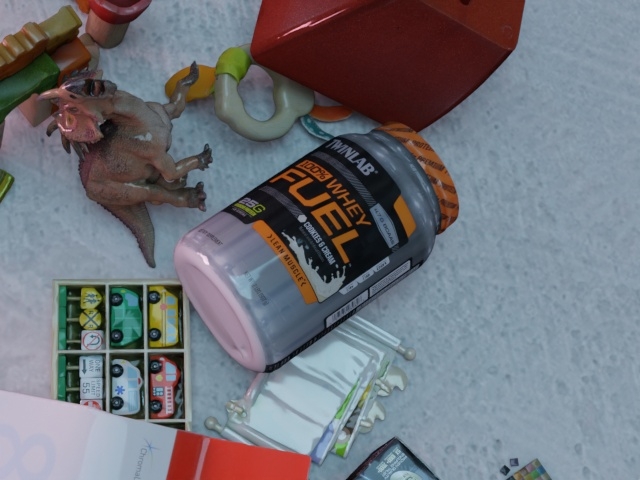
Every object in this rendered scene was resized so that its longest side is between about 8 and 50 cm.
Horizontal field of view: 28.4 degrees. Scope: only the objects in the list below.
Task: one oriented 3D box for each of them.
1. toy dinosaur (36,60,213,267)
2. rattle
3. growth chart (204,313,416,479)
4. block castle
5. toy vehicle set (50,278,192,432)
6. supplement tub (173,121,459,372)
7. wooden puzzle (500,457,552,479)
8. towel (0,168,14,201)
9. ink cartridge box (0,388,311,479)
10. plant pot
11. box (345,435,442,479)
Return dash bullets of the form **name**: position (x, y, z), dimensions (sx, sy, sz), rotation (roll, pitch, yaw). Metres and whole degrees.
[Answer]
- **toy dinosaur**: position (-0.241, -0.103, 1.502), dimensions (0.200, 0.295, 0.127), rotation (-4, 43, -19)
- **rattle**: position (-0.078, -0.171, 1.645), dimensions (0.200, 0.143, 0.130), rotation (9, 61, -42)
- **growth chart**: position (-0.004, 0.186, 1.555), dimensions (0.172, 0.021, 0.237), rotation (38, 73, 4)
- **block castle**: position (-0.447, -0.267, 1.491), dimensions (0.453, 0.213, 0.303), rotation (-40, 90, -22)
- **toy vehicle set**: position (-0.239, 0.178, 1.519), dimensions (0.166, 0.035, 0.266), rotation (-1, 74, -7)
- **supplement tub**: position (0.000, 0.000, 1.512), dimensions (0.316, 0.193, 0.193), rotation (-35, 81, -20)
- **wooden puzzle**: position (0.262, 0.303, 1.563), dimensions (0.049, 0.006, 0.083), rotation (-31, 80, -14)
- **towel**: position (-0.508, -0.094, 1.570), dimensions (0.237, 0.021, 0.102), rotation (29, 72, 2)
- **ink cartridge box**: position (-0.229, 0.344, 1.373), dimensions (0.385, 0.091, 0.308), rotation (8, 76, 18)
- **plant pot**: position (0.110, -0.316, 1.548), dimensions (0.267, 0.236, 0.267), rotation (23, 70, -30)
- **box**: position (0.041, 0.321, 1.457), dimensions (0.180, 0.147, 0.077), rotation (-43, 83, -17)
